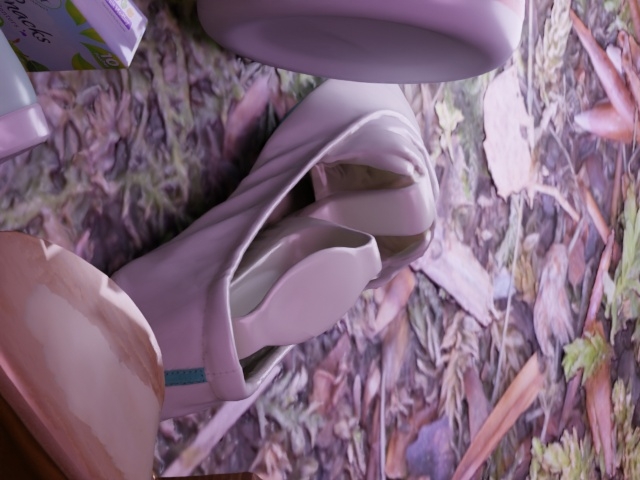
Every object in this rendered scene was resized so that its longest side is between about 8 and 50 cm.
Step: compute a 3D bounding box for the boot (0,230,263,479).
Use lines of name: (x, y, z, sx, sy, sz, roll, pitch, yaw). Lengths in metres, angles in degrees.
boot: (-0.165, 0.108, 0.980, 0.295, 0.211, 0.104, 53, 37, -46)

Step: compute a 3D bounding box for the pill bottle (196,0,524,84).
pill bottle: (0.040, -0.298, 1.292, 0.210, 0.210, 0.363, 18, 76, -55)

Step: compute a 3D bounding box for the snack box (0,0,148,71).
snack box: (-0.171, -0.147, 1.072, 0.141, 0.100, 0.037, 51, 50, -43)

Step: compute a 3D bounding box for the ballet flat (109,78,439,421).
ballet flat: (0.000, 0.000, 1.305, 0.400, 0.139, 0.139, -43, 124, -48)

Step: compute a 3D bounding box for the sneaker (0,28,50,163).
sneaker: (-0.265, -0.075, 0.958, 0.256, 0.094, 0.151, -26, 93, -42)
